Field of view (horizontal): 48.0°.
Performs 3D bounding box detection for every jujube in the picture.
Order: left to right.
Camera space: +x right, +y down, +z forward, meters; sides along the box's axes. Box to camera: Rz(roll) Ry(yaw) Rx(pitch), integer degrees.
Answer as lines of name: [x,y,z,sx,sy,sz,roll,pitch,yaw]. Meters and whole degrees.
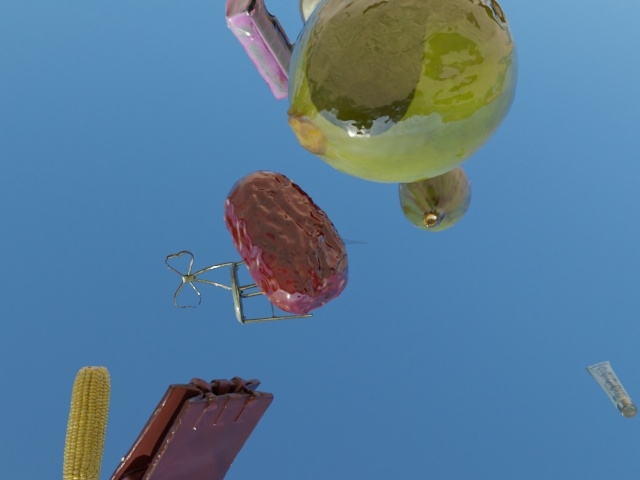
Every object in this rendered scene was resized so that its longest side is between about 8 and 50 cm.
jujube: [-0.041,-0.002,0.829,0.176,0.109,0.112,58,-165,13]

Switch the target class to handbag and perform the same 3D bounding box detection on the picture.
handbag: [-0.241,0.388,1.385,0.084,0.276,0.260,40,-163,32]

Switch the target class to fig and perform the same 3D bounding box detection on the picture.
fig: [0.109,-0.231,1.050,0.343,0.343,0.343,6,-135,-6]
fig: [0.230,-0.071,1.365,0.151,0.152,0.259,5,-157,-6]

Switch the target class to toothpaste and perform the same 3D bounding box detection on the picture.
toothpaste: [0.713,0.357,1.759,0.062,0.039,0.239,-22,-165,9]

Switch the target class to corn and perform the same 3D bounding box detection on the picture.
corn: [-0.480,0.385,1.479,0.081,0.081,0.249,4,-107,-7]

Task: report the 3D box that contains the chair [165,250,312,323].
chair: [-0.192,0.115,1.675,0.325,0.160,0.170,-8,-146,-4]

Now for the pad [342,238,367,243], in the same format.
pad: [0.000,0.000,1.605,0.127,0.004,0.190,10,-171,40]

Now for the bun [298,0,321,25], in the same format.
bun: [0.086,-0.629,1.782,0.211,0.359,0.360,38,-146,-31]

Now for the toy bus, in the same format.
toy bus: [-0.127,-0.474,1.725,0.090,0.274,0.112,-13,-136,27]
